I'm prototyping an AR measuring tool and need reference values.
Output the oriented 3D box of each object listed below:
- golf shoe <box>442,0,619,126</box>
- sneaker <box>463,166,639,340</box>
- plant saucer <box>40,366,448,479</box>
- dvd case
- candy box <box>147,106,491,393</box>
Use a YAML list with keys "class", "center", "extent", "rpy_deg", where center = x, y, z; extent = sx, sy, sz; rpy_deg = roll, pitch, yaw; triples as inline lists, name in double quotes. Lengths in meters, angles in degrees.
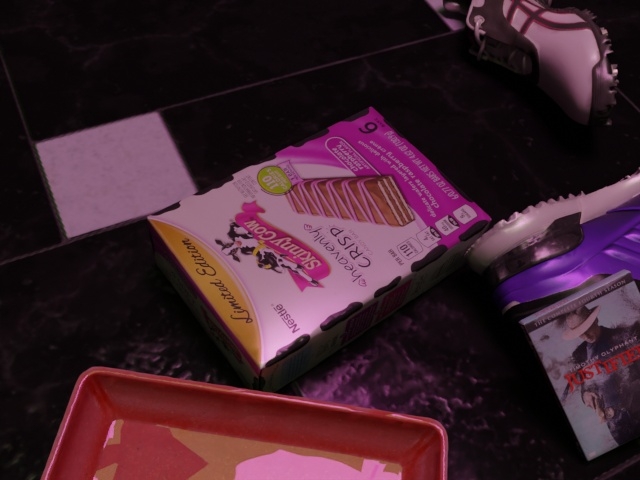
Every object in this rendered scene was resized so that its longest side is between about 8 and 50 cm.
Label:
- class: "golf shoe"
  center: [0.225, -0.211, 0.719]
  extent: [0.120, 0.105, 0.272]
  rpy_deg: [-16, 51, 2]
- class: "sneaker"
  center: [0.278, 0.020, 0.556]
  extent: [0.294, 0.102, 0.146]
  rpy_deg: [-20, 66, -13]
- class: "plant saucer"
  center: [-0.057, 0.221, 0.402]
  extent: [0.259, 0.047, 0.259]
  rpy_deg: [9, 54, 0]
- class: "dvd case"
  center: [0.209, 0.093, 0.484]
  extent: [0.087, 0.013, 0.119]
  rpy_deg: [-26, 97, 1]
- class: "candy box"
  center: [0.000, 0.000, 0.548]
  extent: [0.233, 0.071, 0.159]
  rpy_deg: [-31, 64, -24]
